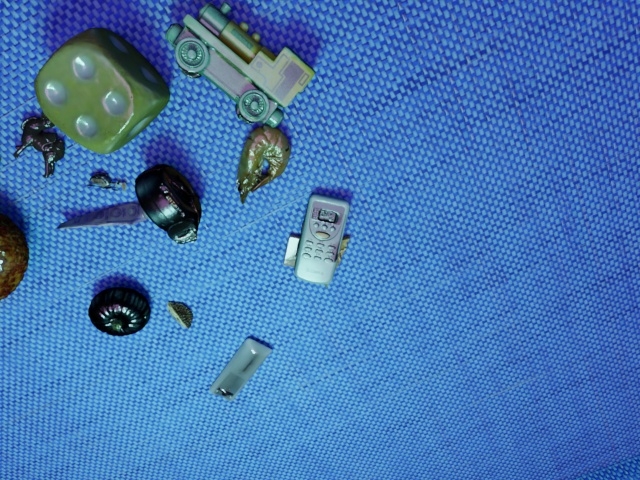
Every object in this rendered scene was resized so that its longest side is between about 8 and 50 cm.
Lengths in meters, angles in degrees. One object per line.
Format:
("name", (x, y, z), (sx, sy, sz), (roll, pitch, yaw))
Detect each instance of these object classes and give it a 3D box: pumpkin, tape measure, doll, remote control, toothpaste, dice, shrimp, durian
("pumpkin", (-0.683, 0.243, 1.449), (0.195, 0.149, 0.194), (12, 142, 9))
("tape measure", (-0.441, -0.119, 1.260), (0.135, 0.202, 0.222), (-28, 128, 7))
("doll", (-0.811, -0.286, 1.241), (0.139, 0.057, 0.165), (38, 102, -16))
("remote control", (0.000, 0.000, 1.397), (0.141, 0.056, 0.296), (13, 104, 1))
("remote control", (-0.311, 0.508, 1.639), (0.109, 0.055, 0.313), (31, 110, -16))
("toothpaste", (-0.666, -0.072, 1.342), (0.302, 0.075, 0.048), (-8, 138, -3))
("dice", (-0.564, -0.387, 1.117), (0.238, 0.226, 0.233), (-39, 109, 15))
("shrimp", (-0.186, -0.224, 1.309), (0.146, 0.061, 0.267), (21, 110, -23))
("durian", (-0.499, 0.265, 1.532), (0.066, 0.052, 0.130), (-9, 119, 43))

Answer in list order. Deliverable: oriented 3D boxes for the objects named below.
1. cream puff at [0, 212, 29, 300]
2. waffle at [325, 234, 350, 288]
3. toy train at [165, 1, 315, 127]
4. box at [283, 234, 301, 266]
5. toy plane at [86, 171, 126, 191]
("cream puff", (-1.030, 0.032, 1.276), (0.351, 0.229, 0.349), (8, 112, 19))
("waffle", (0.061, 0.081, 1.483), (0.125, 0.032, 0.190), (-13, 117, 0))
("toy train", (-0.222, -0.480, 1.145), (0.369, 0.150, 0.237), (37, 99, -18))
("box", (-0.095, 0.035, 1.451), (0.048, 0.025, 0.115), (12, 113, -4))
("toy plane", (-0.660, -0.180, 1.312), (0.121, 0.031, 0.049), (7, 119, -4))
